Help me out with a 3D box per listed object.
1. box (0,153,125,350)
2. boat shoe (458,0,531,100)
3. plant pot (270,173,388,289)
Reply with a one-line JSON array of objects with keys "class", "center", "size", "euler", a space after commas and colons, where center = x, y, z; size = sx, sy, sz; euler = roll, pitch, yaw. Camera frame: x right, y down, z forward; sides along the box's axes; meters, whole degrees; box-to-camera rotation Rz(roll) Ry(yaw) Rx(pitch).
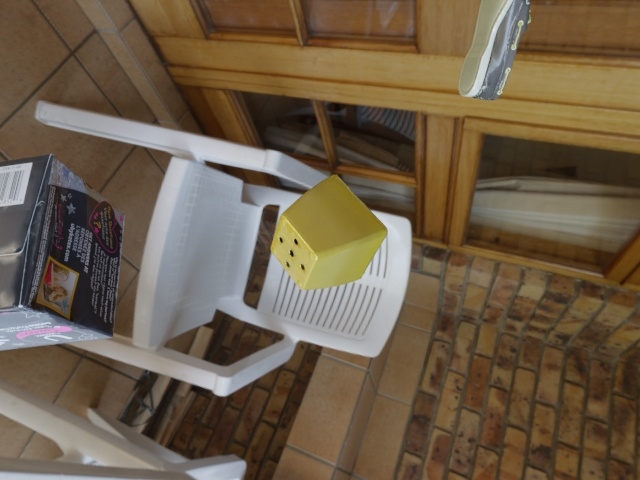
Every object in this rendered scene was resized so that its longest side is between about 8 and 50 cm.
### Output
[{"class": "box", "center": [-0.361, 0.026, 0.445], "size": [0.142, 0.247, 0.163], "euler": [75, 8, -66]}, {"class": "boat shoe", "center": [0.299, -0.349, 0.692], "size": [0.081, 0.068, 0.228], "euler": [-108, -151, -59]}, {"class": "plant pot", "center": [0.000, 0.000, 1.046], "size": [0.187, 0.212, 0.212], "euler": [-24, 153, -33]}]
